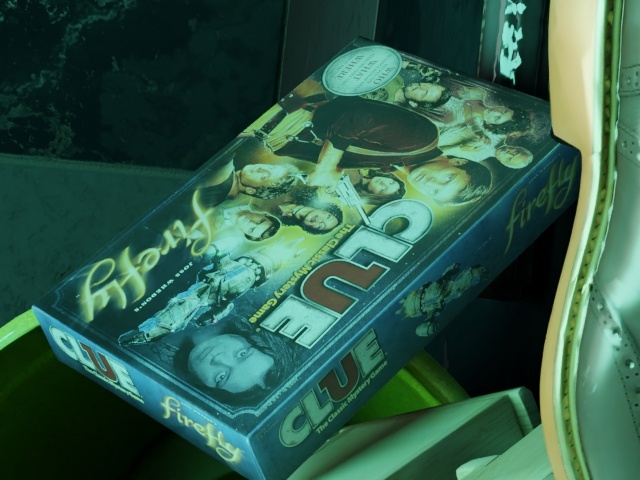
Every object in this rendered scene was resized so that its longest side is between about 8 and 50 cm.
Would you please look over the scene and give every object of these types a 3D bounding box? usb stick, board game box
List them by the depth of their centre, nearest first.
[{"bbox_3d":[0.000,0.000,0.849,0.165,0.243,0.042,25,147,40],"label":"board game box"},{"bbox_3d":[0.112,-0.106,0.975,0.077,0.045,0.278,-147,61,-81],"label":"usb stick"}]

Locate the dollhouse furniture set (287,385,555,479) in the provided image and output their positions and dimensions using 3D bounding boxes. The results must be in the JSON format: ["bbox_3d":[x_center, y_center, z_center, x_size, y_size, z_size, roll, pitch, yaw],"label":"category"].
[{"bbox_3d":[0.084,0.263,0.774,0.303,0.174,0.355,-19,95,40],"label":"dollhouse furniture set"}]

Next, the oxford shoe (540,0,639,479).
[{"bbox_3d":[0.132,0.021,0.528,0.098,0.097,0.271,8,110,53],"label":"oxford shoe"}]

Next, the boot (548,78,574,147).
[{"bbox_3d":[0.131,-0.116,0.679,0.219,0.082,0.106,113,158,-75],"label":"boot"}]

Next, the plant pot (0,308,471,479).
[{"bbox_3d":[-0.054,0.211,1.053,0.353,0.366,0.366,55,-141,-83],"label":"plant pot"}]
